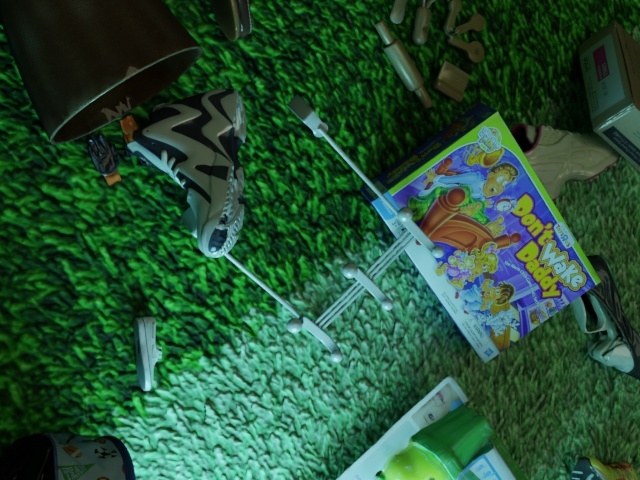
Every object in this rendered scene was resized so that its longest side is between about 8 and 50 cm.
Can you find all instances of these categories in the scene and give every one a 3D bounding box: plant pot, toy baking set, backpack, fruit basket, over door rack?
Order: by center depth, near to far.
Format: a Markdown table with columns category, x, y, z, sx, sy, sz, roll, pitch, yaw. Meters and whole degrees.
| category | x | y | z | sx | sy | sz | roll | pitch | yaw |
| --- | --- | --- | --- | --- | --- | --- | --- | --- | --- |
| backpack | -0.296 | 0.361 | 1.116 | 0.213 | 0.276 | 0.264 | 5 | 82 | -37 |
| plant pot | -0.296 | -0.270 | 1.134 | 0.215 | 0.215 | 0.230 | -35 | 95 | -26 |
| over door rack | 0.000 | 0.000 | 1.322 | 0.239 | 0.108 | 0.324 | -45 | 115 | 2 |
| fruit basket | 0.161 | 0.438 | 1.451 | 0.353 | 0.165 | 0.327 | -42 | 112 | -20 |
| toy baking set | 0.170 | -0.343 | 1.508 | 0.256 | 0.030 | 0.197 | 50 | 64 | -23 |

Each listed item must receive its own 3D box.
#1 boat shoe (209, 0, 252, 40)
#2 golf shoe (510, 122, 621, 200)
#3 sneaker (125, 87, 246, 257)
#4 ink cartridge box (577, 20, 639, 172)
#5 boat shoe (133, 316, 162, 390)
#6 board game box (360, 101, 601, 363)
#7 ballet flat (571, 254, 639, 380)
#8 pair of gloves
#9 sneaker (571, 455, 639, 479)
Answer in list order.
| category | x | y | z | sx | sy | sz | roll | pitch | yaw |
| --- | --- | --- | --- | --- | --- | --- | --- | --- | --- |
| boat shoe | -0.126 | -0.383 | 1.293 | 0.073 | 0.073 | 0.207 | -22 | 103 | -26 |
| golf shoe | 0.404 | -0.152 | 1.611 | 0.306 | 0.115 | 0.140 | -27 | 102 | -29 |
| sneaker | -0.181 | -0.087 | 1.221 | 0.153 | 0.094 | 0.235 | -2 | 74 | 9 |
| ink cartridge box | 0.553 | -0.241 | 1.651 | 0.193 | 0.088 | 0.235 | 33 | 43 | -28 |
| boat shoe | -0.230 | 0.152 | 1.272 | 0.035 | 0.035 | 0.100 | -5 | 88 | -29 |
| board game box | 0.256 | -0.008 | 1.488 | 0.233 | 0.078 | 0.347 | -36 | 112 | 2 |
| ballet flat | 0.520 | 0.160 | 1.711 | 0.096 | 0.095 | 0.280 | -32 | 98 | -17 |
| pair of gloves | -0.266 | -0.120 | 1.252 | 0.083 | 0.010 | 0.074 | -34 | 111 | -25 |
| sneaker | 0.537 | 0.441 | 1.739 | 0.208 | 0.081 | 0.094 | 44 | 63 | -32 |
